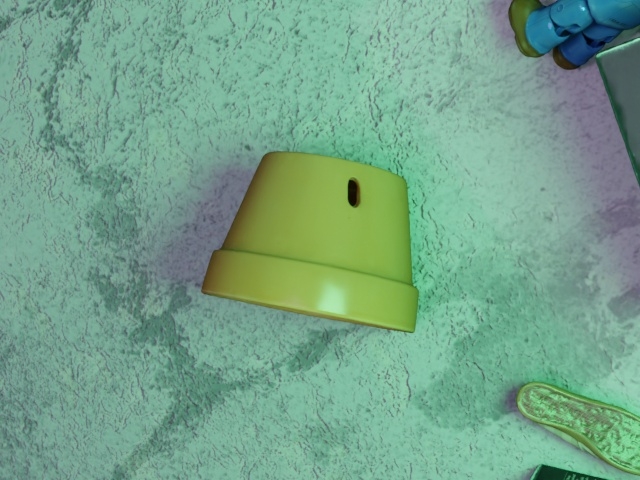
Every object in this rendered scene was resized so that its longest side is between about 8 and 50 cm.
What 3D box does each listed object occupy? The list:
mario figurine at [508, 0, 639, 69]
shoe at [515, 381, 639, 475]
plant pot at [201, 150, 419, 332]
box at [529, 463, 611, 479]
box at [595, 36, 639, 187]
[{"bbox_3d":[0.377,-0.324,1.300,0.320,0.198,0.170,-23,97,51],"label":"mario figurine"},{"bbox_3d":[0.369,0.250,1.499,0.219,0.058,0.076,27,87,11],"label":"shoe"},{"bbox_3d":[0.000,0.000,1.490,0.291,0.291,0.203,9,86,20],"label":"plant pot"},{"bbox_3d":[0.375,0.409,1.488,0.207,0.108,0.153,9,102,19],"label":"box"},{"bbox_3d":[0.468,-0.082,1.264,0.179,0.312,0.343,-19,91,23],"label":"box"}]
